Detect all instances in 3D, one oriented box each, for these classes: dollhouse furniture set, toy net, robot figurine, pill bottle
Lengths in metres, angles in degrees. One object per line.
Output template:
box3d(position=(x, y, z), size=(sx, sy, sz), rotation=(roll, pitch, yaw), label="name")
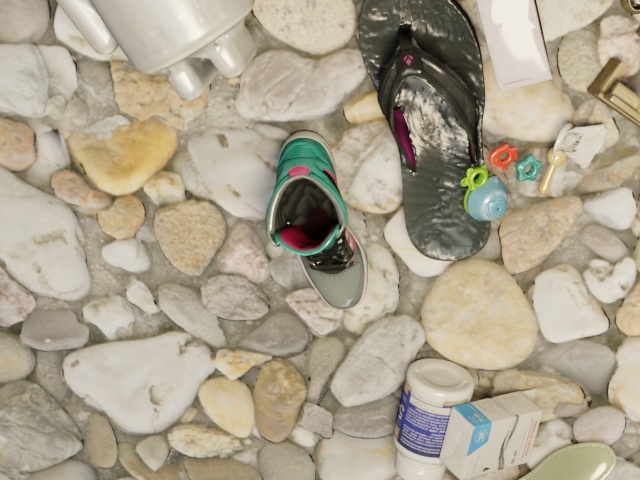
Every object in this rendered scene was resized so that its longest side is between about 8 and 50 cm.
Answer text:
box3d(position=(0.482, -0.227, 1.694), size=(0.123, 0.144, 0.151), rotation=(33, 100, -12), label="dollhouse furniture set")
box3d(position=(0.306, -0.119, 1.772), size=(0.232, 0.045, 0.122), rotation=(-33, 126, -5), label="toy net")
box3d(position=(-0.225, -0.372, 1.680), size=(0.299, 0.200, 0.353), rotation=(-28, 107, 17), label="robot figurine")
box3d(position=(0.176, 0.295, 1.970), size=(0.112, 0.112, 0.187), rotation=(11, 114, 3), label="pill bottle")

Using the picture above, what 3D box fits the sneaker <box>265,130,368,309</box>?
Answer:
box3d(position=(0.000, 0.000, 1.826), size=(0.123, 0.178, 0.296), rotation=(-13, 112, 13), label="sneaker")

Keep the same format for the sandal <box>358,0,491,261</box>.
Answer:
box3d(position=(0.167, -0.166, 1.768), size=(0.167, 0.107, 0.446), rotation=(-11, 112, 12), label="sandal")

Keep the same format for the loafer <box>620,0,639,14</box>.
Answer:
box3d(position=(0.442, -0.352, 1.576), size=(0.056, 0.050, 0.148), rotation=(25, 118, -5), label="loafer")

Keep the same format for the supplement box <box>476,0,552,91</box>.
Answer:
box3d(position=(0.255, -0.296, 1.626), size=(0.073, 0.239, 0.130), rotation=(-13, 112, 12), label="supplement box")

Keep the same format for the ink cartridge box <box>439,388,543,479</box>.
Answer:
box3d(position=(0.284, 0.304, 1.933), size=(0.180, 0.060, 0.104), rotation=(-7, 120, -32), label="ink cartridge box")

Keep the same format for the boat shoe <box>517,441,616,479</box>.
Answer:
box3d(position=(0.387, 0.401, 2.015), size=(0.227, 0.068, 0.081), rotation=(-32, 66, 15), label="boat shoe")
